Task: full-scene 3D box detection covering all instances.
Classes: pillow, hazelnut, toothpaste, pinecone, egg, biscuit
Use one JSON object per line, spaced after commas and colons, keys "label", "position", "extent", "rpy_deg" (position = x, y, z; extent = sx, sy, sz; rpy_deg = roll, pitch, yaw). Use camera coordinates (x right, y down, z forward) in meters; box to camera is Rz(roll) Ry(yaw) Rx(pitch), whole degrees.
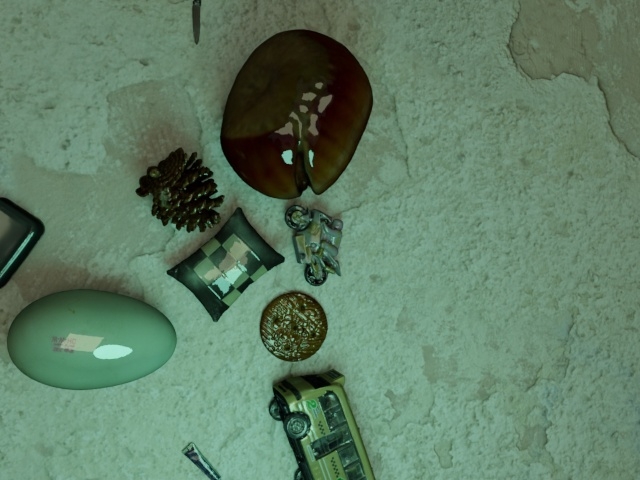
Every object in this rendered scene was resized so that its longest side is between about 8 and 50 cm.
{"label": "pillow", "position": [-0.238, 0.063, 1.613], "extent": [0.250, 0.106, 0.186], "rpy_deg": [-41, 100, -7]}
{"label": "hazelnut", "position": [-0.047, -0.295, 1.549], "extent": [0.358, 0.359, 0.410], "rpy_deg": [22, 92, -14]}
{"label": "toothpaste", "position": [-0.299, 0.582, 1.642], "extent": [0.037, 0.021, 0.140], "rpy_deg": [-42, 99, -11]}
{"label": "pinecone", "position": [-0.331, -0.108, 1.553], "extent": [0.169, 0.185, 0.213], "rpy_deg": [-47, 122, -34]}
{"label": "egg", "position": [-0.521, 0.228, 1.473], "extent": [0.370, 0.230, 0.230], "rpy_deg": [3, 89, -21]}
{"label": "biscuit", "position": [-0.071, 0.231, 1.700], "extent": [0.187, 0.027, 0.188], "rpy_deg": [0, 91, -15]}

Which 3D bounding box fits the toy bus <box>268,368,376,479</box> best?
{"label": "toy bus", "position": [0.009, 0.524, 1.651], "extent": [0.201, 0.177, 0.366], "rpy_deg": [-21, 99, -18]}

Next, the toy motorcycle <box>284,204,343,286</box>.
{"label": "toy motorcycle", "position": [0.000, 0.000, 1.696], "extent": [0.152, 0.073, 0.225], "rpy_deg": [-21, 95, -17]}

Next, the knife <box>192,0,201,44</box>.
{"label": "knife", "position": [-0.319, -0.590, 1.637], "extent": [0.023, 0.010, 0.171], "rpy_deg": [0, 92, -16]}

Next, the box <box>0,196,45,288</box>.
{"label": "box", "position": [-0.758, 0.007, 1.478], "extent": [0.144, 0.090, 0.201], "rpy_deg": [37, 81, -12]}
